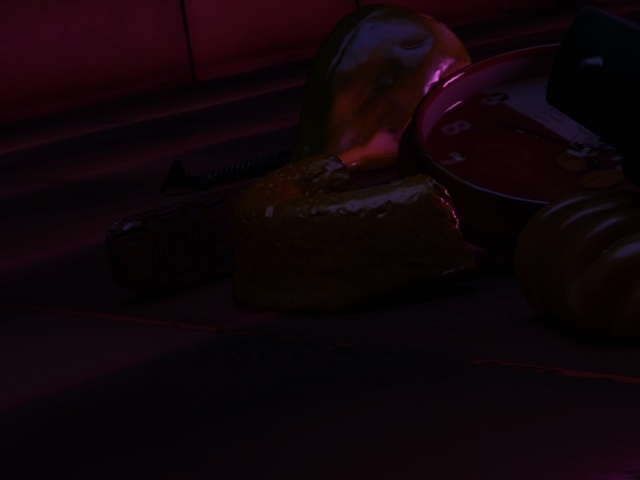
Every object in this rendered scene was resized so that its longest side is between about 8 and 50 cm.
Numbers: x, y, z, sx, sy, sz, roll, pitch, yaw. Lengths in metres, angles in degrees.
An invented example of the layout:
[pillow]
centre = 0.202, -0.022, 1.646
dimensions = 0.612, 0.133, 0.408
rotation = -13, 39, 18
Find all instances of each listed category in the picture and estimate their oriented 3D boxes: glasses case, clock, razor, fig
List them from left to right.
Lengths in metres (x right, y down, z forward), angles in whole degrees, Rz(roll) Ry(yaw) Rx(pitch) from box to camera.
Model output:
[glasses case]
centre = -0.112, -0.001, 1.583
dimensions = 0.049, 0.073, 0.194
rotation = 1, 13, 44
[razor]
centre = -0.104, -0.085, 2.188
dimensions = 0.190, 0.033, 0.066
rotation = -12, -32, -35
[fig]
centre = 0.046, -0.153, 2.094
dimensions = 0.275, 0.206, 0.206
rotation = -41, 25, -27
[clock]
centre = 0.224, -0.072, 1.522
dimensions = 0.318, 0.080, 0.318
rotation = -4, 32, 2

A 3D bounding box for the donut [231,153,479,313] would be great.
[donut]
centre = -0.001, 0.002, 1.449
dimensions = 0.152, 0.101, 0.259
rotation = -20, 18, -26

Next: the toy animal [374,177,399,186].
[toy animal]
centre = 0.113, -0.051, 1.754
dimensions = 0.136, 0.047, 0.065
rotation = -17, 4, -16

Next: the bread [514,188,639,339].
[bread]
centre = 0.209, 0.015, 1.218
dimensions = 0.119, 0.084, 0.177
rotation = -12, 15, -14

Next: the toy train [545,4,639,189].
[toy train]
centre = 0.280, -0.089, 1.253
dimensions = 0.178, 0.138, 0.330
rotation = 17, 13, -21
